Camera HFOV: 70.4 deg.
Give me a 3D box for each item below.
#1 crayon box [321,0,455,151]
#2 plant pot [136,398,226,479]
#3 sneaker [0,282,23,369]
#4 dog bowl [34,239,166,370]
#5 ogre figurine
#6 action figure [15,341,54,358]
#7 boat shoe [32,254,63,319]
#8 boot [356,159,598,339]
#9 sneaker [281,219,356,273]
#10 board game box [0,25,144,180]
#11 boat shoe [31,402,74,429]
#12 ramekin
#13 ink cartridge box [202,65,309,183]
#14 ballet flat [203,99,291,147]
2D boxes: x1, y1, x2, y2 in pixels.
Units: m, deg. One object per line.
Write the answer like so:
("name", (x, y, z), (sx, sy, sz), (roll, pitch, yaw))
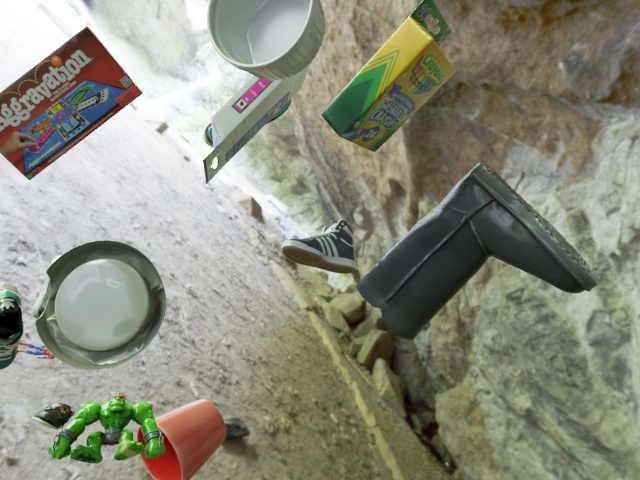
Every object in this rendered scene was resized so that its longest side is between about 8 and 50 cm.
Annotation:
("crayon box", (0.176, -0.355, 1.027), (0.083, 0.323, 0.203), (53, 23, 18))
("plant pot", (-0.508, 0.747, 1.712), (0.275, 0.275, 0.243), (51, 37, 14))
("sneaker", (-0.931, 0.279, 1.319), (0.108, 0.302, 0.121), (0, 32, -38))
("dog bowl", (-0.598, 0.178, 1.271), (0.349, 0.348, 0.102), (51, -10, 4))
("ogre figurine", (-0.413, 0.373, 0.899), (0.118, 0.196, 0.097), (-110, -164, -51))
("action figure", (-0.771, 0.306, 1.253), (0.115, 0.030, 0.038), (14, 54, -13))
("boat shoe", (-0.840, 0.150, 1.457), (0.078, 0.070, 0.220), (63, 29, -60))
("boot", (0.335, 0.094, 1.072), (0.146, 0.445, 0.367), (4, 44, -53))
("sneaker", (0.000, 0.000, 1.377), (0.282, 0.099, 0.153), (20, 65, -40))
("board game box", (-0.496, -0.255, 0.857), (0.145, 0.281, 0.027), (52, 2, -24))
("boat shoe", (-0.471, 0.308, 0.804), (0.048, 0.042, 0.133), (32, -25, -5))
("ramekin", (-0.089, -0.391, 0.816), (0.207, 0.207, 0.109), (51, 14, 15))
("ink cartridge box", (-0.164, -0.302, 1.067), (0.069, 0.371, 0.176), (39, -15, -3))
("ballet flat", (-0.263, -0.433, 1.596), (0.123, 0.348, 0.123), (46, -19, 21))
